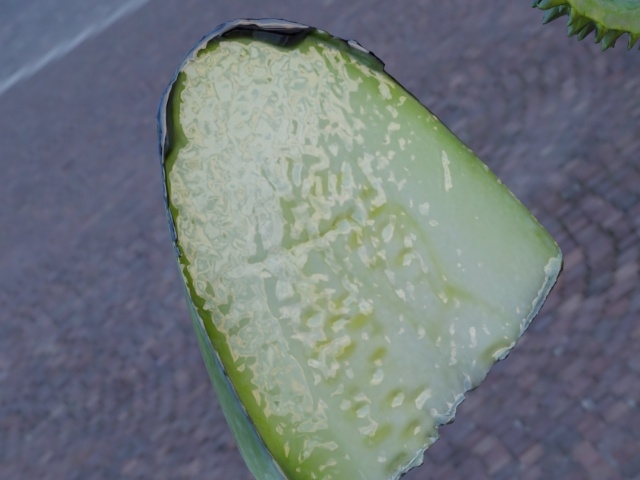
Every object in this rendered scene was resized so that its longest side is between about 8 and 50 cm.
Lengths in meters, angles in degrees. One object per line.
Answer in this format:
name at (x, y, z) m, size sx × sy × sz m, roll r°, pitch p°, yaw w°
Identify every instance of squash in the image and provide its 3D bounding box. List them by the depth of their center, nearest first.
squash at (0.000, 0.000, 0.925) m, size 0.204 × 0.155 × 0.237 m, roll 27°, pitch 54°, yaw 26°

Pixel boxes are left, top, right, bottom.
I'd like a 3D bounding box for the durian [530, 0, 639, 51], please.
durian at (0.230, -0.245, 1.209) m, size 0.355 × 0.157 × 0.169 m, roll -35°, pitch -27°, yaw -40°
